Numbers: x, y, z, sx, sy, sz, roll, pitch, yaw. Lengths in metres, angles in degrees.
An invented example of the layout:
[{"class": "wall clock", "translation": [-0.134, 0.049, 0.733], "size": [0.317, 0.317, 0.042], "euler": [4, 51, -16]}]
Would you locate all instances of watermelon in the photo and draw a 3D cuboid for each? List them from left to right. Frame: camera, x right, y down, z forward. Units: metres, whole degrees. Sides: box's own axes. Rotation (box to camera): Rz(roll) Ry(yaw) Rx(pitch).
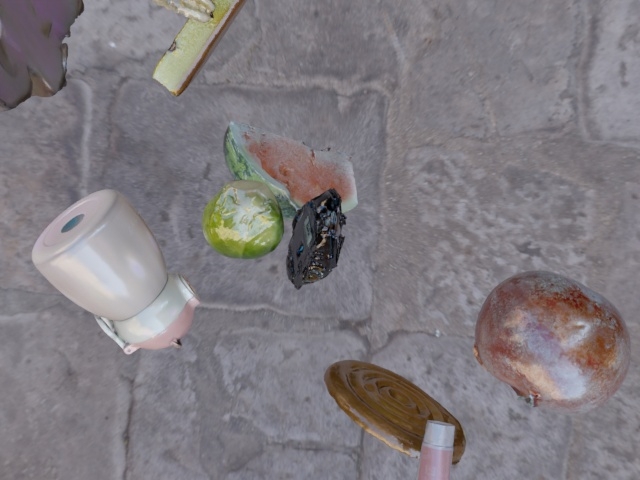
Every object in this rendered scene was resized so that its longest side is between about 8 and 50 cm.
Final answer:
[{"class": "watermelon", "translation": [-0.080, -0.138, 1.667], "size": [0.305, 0.224, 0.180], "euler": [15, 95, -34]}]

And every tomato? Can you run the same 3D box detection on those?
[{"class": "tomato", "translation": [0.474, 0.214, 1.637], "size": [0.317, 0.316, 0.282], "euler": [32, 97, -1]}]

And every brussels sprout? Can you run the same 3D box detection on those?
[{"class": "brussels sprout", "translation": [-0.134, -0.036, 1.381], "size": [0.155, 0.117, 0.155], "euler": [-3, 118, -5]}]

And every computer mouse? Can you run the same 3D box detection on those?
[{"class": "computer mouse", "translation": [0.000, 0.000, 1.415], "size": [0.078, 0.241, 0.146], "euler": [2, 58, -20]}]

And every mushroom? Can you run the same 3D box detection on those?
[{"class": "mushroom", "translation": [-0.229, -0.166, 0.491], "size": [0.117, 0.141, 0.188], "euler": [3, 62, 7]}]

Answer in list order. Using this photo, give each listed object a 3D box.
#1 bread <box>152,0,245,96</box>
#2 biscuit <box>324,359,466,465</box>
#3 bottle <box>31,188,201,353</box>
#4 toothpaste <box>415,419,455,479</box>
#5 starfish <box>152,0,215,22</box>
[{"class": "bread", "translation": [-0.140, -0.296, 1.045], "size": [0.049, 0.088, 0.226], "euler": [35, 102, -11]}, {"class": "biscuit", "translation": [0.126, 0.272, 1.297], "size": [0.262, 0.262, 0.037], "euler": [29, 101, -1]}, {"class": "bottle", "translation": [-0.267, 0.058, 1.100], "size": [0.148, 0.147, 0.236], "euler": [-36, 118, 1]}, {"class": "toothpaste", "translation": [0.154, 0.351, 1.100], "size": [0.067, 0.043, 0.194], "euler": [6, 84, 37]}, {"class": "starfish", "translation": [-0.288, -0.453, 0.878], "size": [0.432, 0.324, 0.082], "euler": [37, 63, 9]}]
